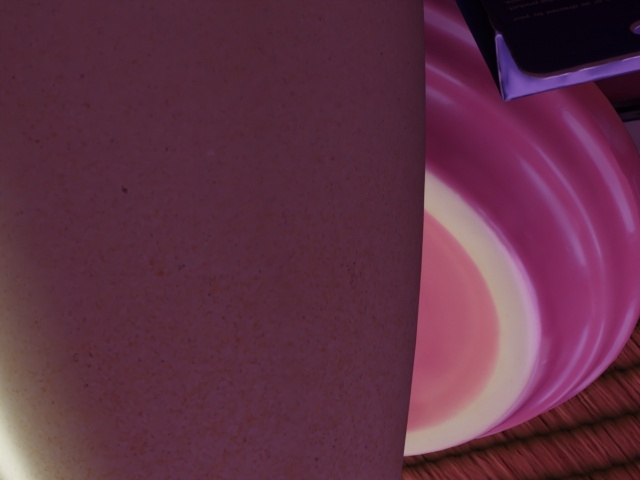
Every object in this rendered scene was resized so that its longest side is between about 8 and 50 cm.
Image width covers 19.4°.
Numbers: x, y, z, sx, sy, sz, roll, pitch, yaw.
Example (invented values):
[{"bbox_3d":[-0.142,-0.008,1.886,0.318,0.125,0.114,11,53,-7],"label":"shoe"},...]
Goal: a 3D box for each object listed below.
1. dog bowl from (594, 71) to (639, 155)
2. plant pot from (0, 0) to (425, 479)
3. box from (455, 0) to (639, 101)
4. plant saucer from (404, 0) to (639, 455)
[{"bbox_3d":[0.150,-0.053,1.202,0.408,0.150,0.408,-9,-176,1],"label":"dog bowl"},{"bbox_3d":[-0.066,-0.024,0.682,0.256,0.274,0.256,-12,175,-1],"label":"plant pot"},{"bbox_3d":[0.117,-0.116,0.731,0.136,0.036,0.225,-12,-147,-2],"label":"box"},{"bbox_3d":[0.000,0.000,0.951,0.332,0.332,0.084,-18,-145,37],"label":"plant saucer"}]
